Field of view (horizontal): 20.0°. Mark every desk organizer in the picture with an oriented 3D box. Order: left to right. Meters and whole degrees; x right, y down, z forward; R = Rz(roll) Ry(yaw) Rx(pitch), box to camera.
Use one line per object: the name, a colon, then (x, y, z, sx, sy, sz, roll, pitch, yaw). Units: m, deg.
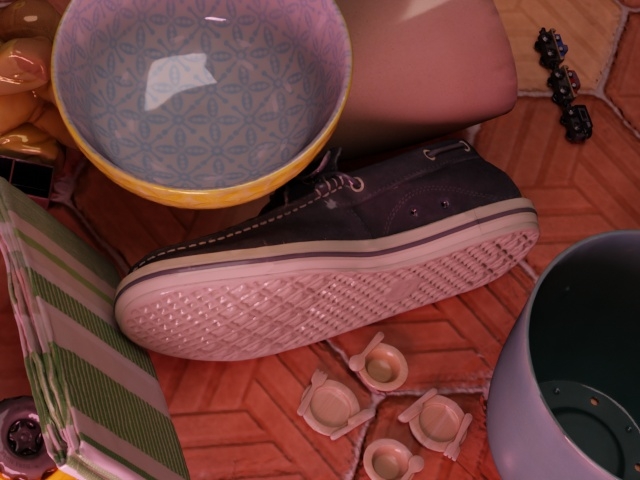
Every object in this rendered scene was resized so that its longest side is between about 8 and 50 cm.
desk organizer: (-0.340, -0.059, 1.856, 0.130, 0.050, 0.047, 12, 57, -11)

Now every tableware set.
tableware set: (0.068, 0.179, 1.867, 0.169, 0.020, 0.141, 43, 57, 9)

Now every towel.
towel: (-0.215, 0.108, 1.683, 0.038, 0.248, 0.325, -31, 56, 10)

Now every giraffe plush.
giraffe plush: (-0.317, -0.178, 1.891, 0.210, 0.181, 0.170, -10, 46, 15)

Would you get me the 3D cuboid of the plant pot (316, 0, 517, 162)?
plant pot: (0.031, -0.190, 1.961, 0.274, 0.256, 0.256, -28, 72, -12)

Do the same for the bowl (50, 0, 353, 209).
bowl: (-0.116, -0.141, 1.785, 0.289, 0.156, 0.289, 1, 65, -3)

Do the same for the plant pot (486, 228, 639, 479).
plant pot: (0.299, 0.171, 1.819, 0.293, 0.235, 0.293, 8, 59, -14)

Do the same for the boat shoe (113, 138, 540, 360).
boat shoe: (0.000, 0.000, 1.859, 0.500, 0.187, 0.156, -14, 64, -32)

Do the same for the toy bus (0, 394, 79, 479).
toy bus: (-0.282, 0.269, 1.640, 0.220, 0.149, 0.211, -37, 93, -30)

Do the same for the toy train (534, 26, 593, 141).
toy train: (0.292, -0.187, 2.155, 0.036, 0.027, 0.158, -3, 62, -24)
